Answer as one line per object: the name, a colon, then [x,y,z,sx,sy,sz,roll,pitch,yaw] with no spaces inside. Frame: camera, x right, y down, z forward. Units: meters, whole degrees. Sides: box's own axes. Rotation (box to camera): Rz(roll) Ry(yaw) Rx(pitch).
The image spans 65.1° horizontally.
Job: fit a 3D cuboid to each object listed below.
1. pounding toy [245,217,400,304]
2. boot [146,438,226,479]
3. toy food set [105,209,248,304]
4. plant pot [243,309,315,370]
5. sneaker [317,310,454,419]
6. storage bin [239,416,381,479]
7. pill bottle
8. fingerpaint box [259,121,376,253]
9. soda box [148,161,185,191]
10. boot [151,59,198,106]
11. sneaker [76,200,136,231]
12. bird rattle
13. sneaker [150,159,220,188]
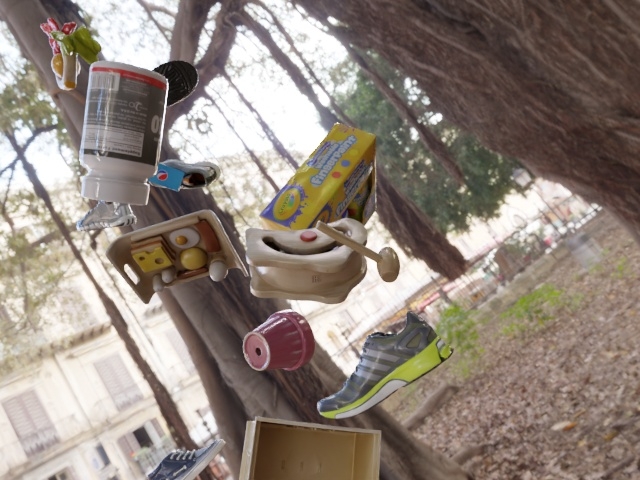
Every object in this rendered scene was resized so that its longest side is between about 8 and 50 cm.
pounding toy: [0.000,0.000,0.832,0.154,0.269,0.155,-70,-19,-56]
boot: [-0.323,0.529,1.203,0.190,0.086,0.069,-43,-9,-10]
toy food set: [-0.369,0.058,1.316,0.305,0.092,0.220,-17,-46,4]
plant pot: [-0.149,0.345,1.674,0.180,0.201,0.201,-7,-31,-49]
sneaker: [0.112,0.253,1.004,0.299,0.121,0.111,-36,-17,11]
storage bin: [-0.030,0.503,1.002,0.262,0.261,0.123,11,-22,-15]
pill bottle: [-0.430,-0.225,1.092,0.161,0.161,0.284,1,-82,-68]
fingerpaint box: [0.019,-0.094,1.646,0.445,0.163,0.371,-54,-25,-28]
soda box: [-0.569,-0.235,1.690,0.067,0.209,0.071,-141,71,-73]
boot: [-0.583,-0.526,1.804,0.347,0.131,0.260,-29,17,4]
sneaker: [-0.641,-0.101,1.484,0.228,0.132,0.086,-6,8,27]
bird rattle: [-0.799,-0.575,1.551,0.143,0.253,0.207,-7,-66,-47]
sneaker: [-0.506,-0.234,1.823,0.271,0.100,0.108,-3,29,12]
